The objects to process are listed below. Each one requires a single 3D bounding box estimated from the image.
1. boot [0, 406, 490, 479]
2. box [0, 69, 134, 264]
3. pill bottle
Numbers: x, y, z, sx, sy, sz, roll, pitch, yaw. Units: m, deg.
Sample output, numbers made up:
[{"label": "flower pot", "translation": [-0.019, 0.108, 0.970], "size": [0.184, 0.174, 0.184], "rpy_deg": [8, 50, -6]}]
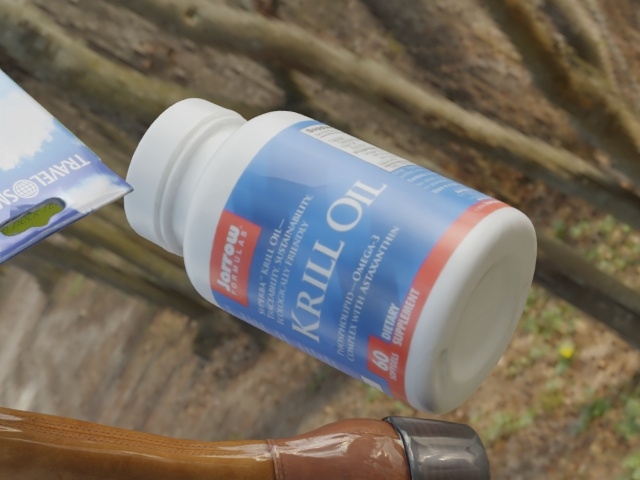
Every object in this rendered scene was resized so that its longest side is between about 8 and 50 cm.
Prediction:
[{"label": "boot", "translation": [-0.076, 0.197, 0.824], "size": [0.096, 0.280, 0.264], "rpy_deg": [-110, 31, -43]}, {"label": "box", "translation": [-0.183, -0.045, 0.696], "size": [0.109, 0.178, 0.042], "rpy_deg": [-34, -22, -42]}, {"label": "pill bottle", "translation": [0.000, 0.000, 0.894], "size": [0.124, 0.221, 0.124], "rpy_deg": [-43, -34, -39]}]
